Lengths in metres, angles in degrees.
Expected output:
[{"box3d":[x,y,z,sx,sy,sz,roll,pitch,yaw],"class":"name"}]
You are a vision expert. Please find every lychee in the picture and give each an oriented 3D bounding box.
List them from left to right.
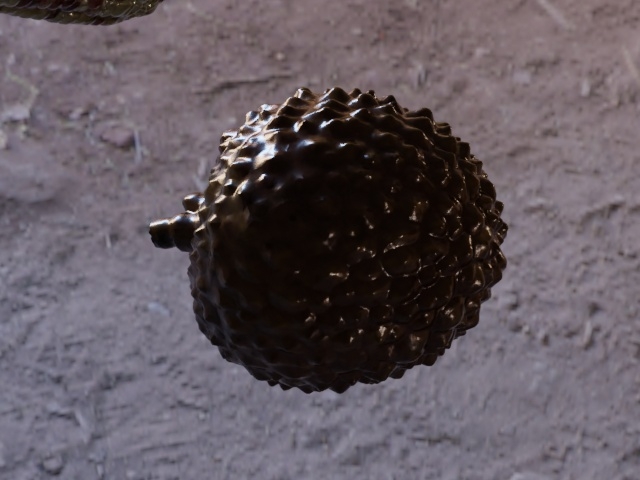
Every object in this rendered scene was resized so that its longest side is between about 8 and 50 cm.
[{"box3d":[0.000,0.000,0.859,0.238,0.200,0.200,5,45,14],"class":"lychee"}]

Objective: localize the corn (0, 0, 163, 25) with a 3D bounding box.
[{"box3d":[-0.179,-0.155,0.717,0.079,0.079,0.237,36,28,30],"class":"corn"}]
